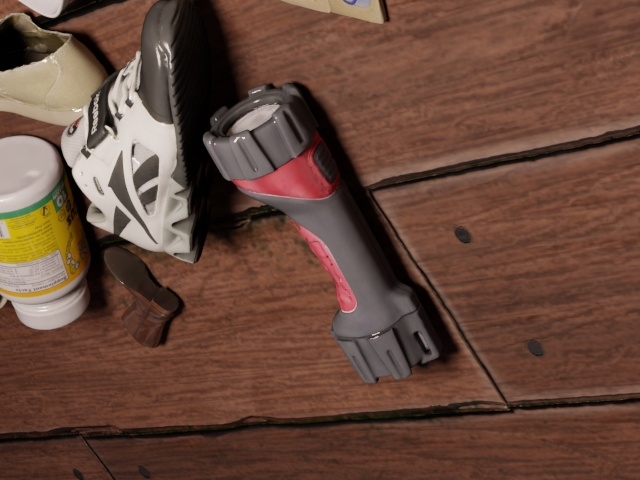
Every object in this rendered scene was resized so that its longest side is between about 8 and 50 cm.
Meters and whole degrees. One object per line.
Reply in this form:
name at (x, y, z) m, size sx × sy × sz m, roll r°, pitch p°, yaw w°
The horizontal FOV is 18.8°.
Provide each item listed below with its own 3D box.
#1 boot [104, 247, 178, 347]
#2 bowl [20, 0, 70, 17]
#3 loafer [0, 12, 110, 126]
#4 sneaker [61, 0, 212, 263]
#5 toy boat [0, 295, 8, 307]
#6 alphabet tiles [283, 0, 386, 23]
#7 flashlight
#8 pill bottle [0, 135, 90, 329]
boot at (-0.213, 0.068, 2.188) m, size 0.106 × 0.037 × 0.114 m, roll 44°, pitch 152°, yaw 5°
bowl at (-0.282, -0.296, 1.843) m, size 0.142 × 0.053 × 0.142 m, roll 35°, pitch 145°, yaw 14°
loafer at (-0.326, -0.186, 1.978) m, size 0.268 × 0.102 × 0.092 m, roll 9°, pitch 132°, yaw 29°
sneaker at (-0.181, -0.103, 1.848) m, size 0.146 × 0.122 × 0.330 m, roll 12°, pitch 139°, yaw 5°
toy boat at (-0.458, -0.046, 2.222) m, size 0.267 × 0.148 × 0.318 m, roll 39°, pitch 147°, yaw 8°
alphabet tiles at (-0.062, -0.320, 1.616) m, size 0.342 × 0.011 × 0.285 m, roll 18°, pitch 139°, yaw 35°
flashlight at (0.000, 0.000, 1.823) m, size 0.304 × 0.103 × 0.103 m, roll 62°, pitch 170°, yaw -26°
pill bottle at (-0.321, -0.004, 2.148) m, size 0.118 × 0.117 × 0.208 m, roll 21°, pitch 140°, yaw 32°
